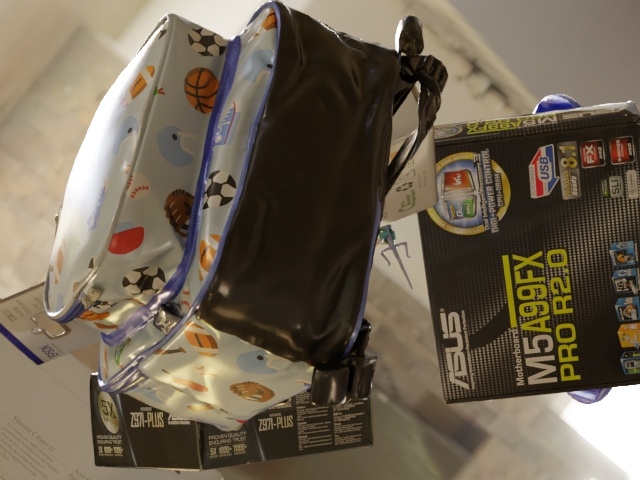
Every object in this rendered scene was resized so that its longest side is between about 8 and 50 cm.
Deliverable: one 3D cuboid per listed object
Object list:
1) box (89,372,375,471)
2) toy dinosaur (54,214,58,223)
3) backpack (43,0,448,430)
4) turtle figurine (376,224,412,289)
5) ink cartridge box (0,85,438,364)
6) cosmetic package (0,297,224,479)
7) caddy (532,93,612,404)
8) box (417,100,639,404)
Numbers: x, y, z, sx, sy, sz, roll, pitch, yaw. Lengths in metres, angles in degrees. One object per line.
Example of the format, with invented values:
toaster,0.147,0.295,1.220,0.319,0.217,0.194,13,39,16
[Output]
box,-0.072,0.137,1.251,0.180,0.077,0.147,-1,177,-40
toy dinosaur,-0.192,-0.031,1.702,0.211,0.112,0.064,-3,160,32
backpack,-0.066,-0.001,1.018,0.213,0.276,0.263,22,148,-8
turtle figurine,0.000,0.000,1.953,0.234,0.118,0.175,50,-156,16
ink cartridge box,-0.085,-0.012,1.239,0.176,0.371,0.069,74,172,-71
cosmetic package,-0.321,0.219,1.429,0.377,0.284,0.097,36,150,20
caddy,0.241,0.014,1.691,0.179,0.341,0.241,-6,-178,-12
box,0.206,0.015,1.470,0.060,0.216,0.270,-77,-21,-70
